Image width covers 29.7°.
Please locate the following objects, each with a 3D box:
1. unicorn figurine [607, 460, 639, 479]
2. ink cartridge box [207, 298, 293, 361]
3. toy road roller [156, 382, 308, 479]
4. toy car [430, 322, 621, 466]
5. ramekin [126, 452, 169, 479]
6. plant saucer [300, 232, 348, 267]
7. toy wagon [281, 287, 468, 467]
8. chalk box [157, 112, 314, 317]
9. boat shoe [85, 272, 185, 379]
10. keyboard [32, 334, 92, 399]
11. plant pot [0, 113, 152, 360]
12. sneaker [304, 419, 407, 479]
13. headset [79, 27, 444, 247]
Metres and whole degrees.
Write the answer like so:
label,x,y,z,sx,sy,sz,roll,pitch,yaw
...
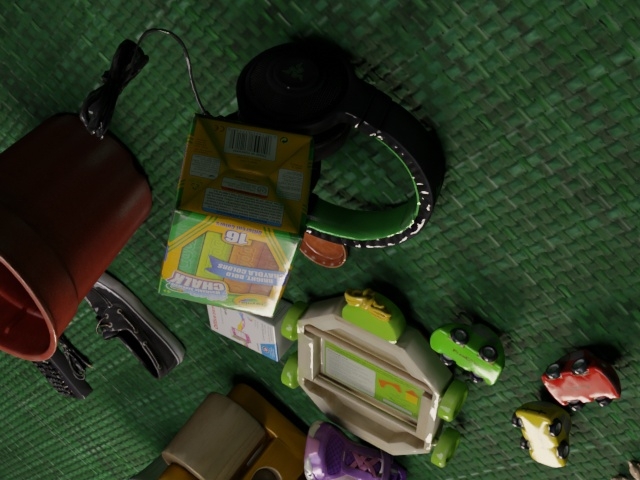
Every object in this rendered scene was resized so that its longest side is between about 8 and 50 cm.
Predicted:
label,x,y,z,sx,sy,sz,roll,pitch,yaw
unicorn figurine,0.411,0.357,1.539,0.111,0.060,0.162,23,144,24
ink cartridge box,-0.102,0.110,1.749,0.122,0.052,0.088,25,144,23
toy road roller,-0.116,0.408,1.988,0.329,0.202,0.240,44,157,-10
toy car,0.241,0.161,1.479,0.225,0.053,0.239,32,145,12
ramekin,-0.222,0.500,2.231,0.277,0.135,0.277,28,144,23
plant saucer,0.000,0.000,1.557,0.083,0.013,0.083,25,143,21
toy wagon,0.073,0.168,1.637,0.267,0.068,0.344,26,143,19
chalk box,-0.094,-0.010,1.280,0.132,0.132,0.213,11,145,-6
boat shoe,-0.326,0.139,1.975,0.228,0.076,0.080,46,146,-10
keyboard,-0.539,0.183,2.274,0.201,0.033,0.317,-7,126,48
plant pot,-0.392,-0.022,1.680,0.272,0.265,0.272,25,144,20
sneaker,0.058,0.334,1.798,0.105,0.095,0.236,2,156,30
headset,-0.059,-0.101,1.340,0.394,0.185,0.243,29,147,-5
